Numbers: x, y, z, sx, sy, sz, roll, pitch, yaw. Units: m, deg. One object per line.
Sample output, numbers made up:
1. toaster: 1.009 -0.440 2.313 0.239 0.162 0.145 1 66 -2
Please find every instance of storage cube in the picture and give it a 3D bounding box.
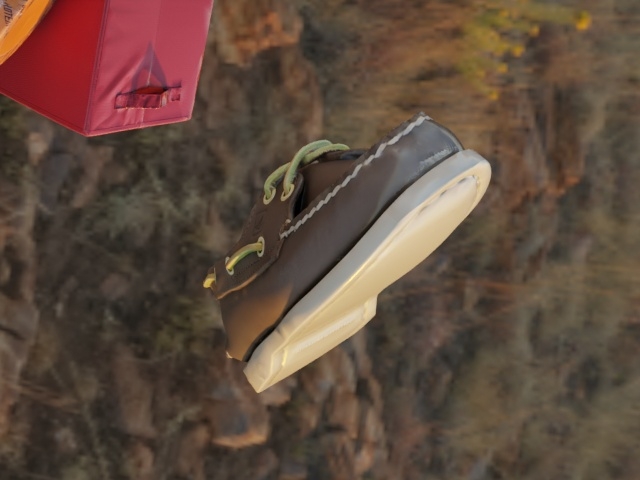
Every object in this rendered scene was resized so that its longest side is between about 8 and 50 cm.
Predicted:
1. storage cube: -0.256 -0.251 1.593 0.184 0.215 0.193 -17 126 -52

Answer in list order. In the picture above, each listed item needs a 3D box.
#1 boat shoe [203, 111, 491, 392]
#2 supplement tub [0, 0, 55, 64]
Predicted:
1. boat shoe: 0.000 0.000 0.822 0.117 0.324 0.096 -29 80 -23
2. supplement tub: -0.428 -0.329 1.420 0.316 0.193 0.193 39 49 -5
